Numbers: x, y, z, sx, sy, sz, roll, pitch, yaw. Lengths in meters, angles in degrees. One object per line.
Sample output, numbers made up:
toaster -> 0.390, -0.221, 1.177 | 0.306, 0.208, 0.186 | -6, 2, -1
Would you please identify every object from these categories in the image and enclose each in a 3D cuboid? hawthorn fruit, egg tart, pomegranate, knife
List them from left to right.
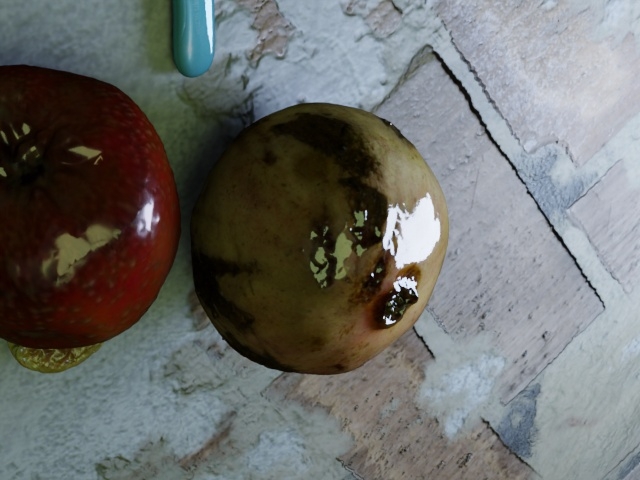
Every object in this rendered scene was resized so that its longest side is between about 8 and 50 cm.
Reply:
hawthorn fruit -> -0.266, -0.021, 1.160 | 0.275, 0.275, 0.300 | -36, 139, -9
egg tart -> -0.305, 0.092, 1.333 | 0.130, 0.052, 0.130 | -13, 122, -22
knife -> -0.146, -0.279, 1.236 | 0.064, 0.031, 0.222 | -20, 128, -24
pomegranate -> 0.000, 0.000, 1.324 | 0.322, 0.322, 0.322 | -14, 122, -24
